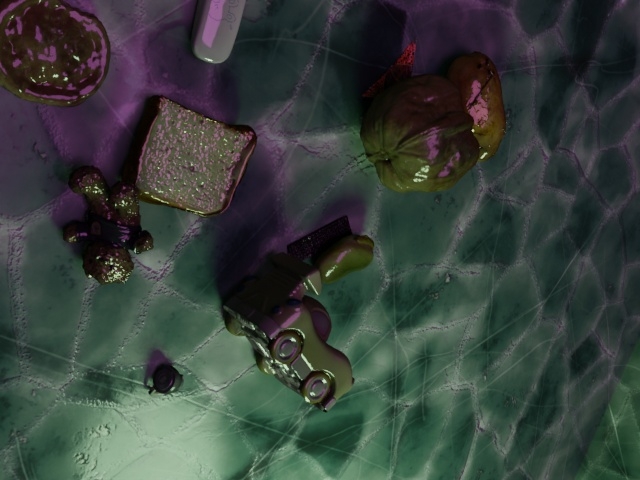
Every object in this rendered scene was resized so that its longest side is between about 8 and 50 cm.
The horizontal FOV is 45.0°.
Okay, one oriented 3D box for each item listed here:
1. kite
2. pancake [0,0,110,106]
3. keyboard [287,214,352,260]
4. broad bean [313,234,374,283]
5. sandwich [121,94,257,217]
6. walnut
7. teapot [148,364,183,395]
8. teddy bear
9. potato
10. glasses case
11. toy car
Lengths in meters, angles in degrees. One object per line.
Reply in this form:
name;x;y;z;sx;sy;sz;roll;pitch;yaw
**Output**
kite;0.200;-0.400;1.982;0.222;0.008;0.125;-47;129;-14
pancake;-0.504;-0.356;1.438;0.222;0.042;0.236;-50;130;-14
keyboard;0.000;0.000;1.976;0.195;0.018;0.060;-28;119;-27
broad bean;0.065;0.047;1.991;0.174;0.082;0.124;-28;146;-31
sandwich;-0.281;-0.173;1.649;0.251;0.087;0.226;16;95;-37
walnut;0.248;-0.256;1.910;0.277;0.282;0.253;-22;159;-24
teapot;-0.359;0.335;1.807;0.088;0.066;0.057;-41;148;9
teddy bear;-0.423;-0.032;1.577;0.129;0.182;0.251;-51;156;-63
potato;0.415;-0.350;2.079;0.173;0.140;0.300;-30;122;-33
glasses case;-0.207;-0.486;1.603;0.092;0.059;0.233;10;102;-38
toy car;-0.056;0.225;1.880;0.226;0.242;0.336;-47;127;-17
